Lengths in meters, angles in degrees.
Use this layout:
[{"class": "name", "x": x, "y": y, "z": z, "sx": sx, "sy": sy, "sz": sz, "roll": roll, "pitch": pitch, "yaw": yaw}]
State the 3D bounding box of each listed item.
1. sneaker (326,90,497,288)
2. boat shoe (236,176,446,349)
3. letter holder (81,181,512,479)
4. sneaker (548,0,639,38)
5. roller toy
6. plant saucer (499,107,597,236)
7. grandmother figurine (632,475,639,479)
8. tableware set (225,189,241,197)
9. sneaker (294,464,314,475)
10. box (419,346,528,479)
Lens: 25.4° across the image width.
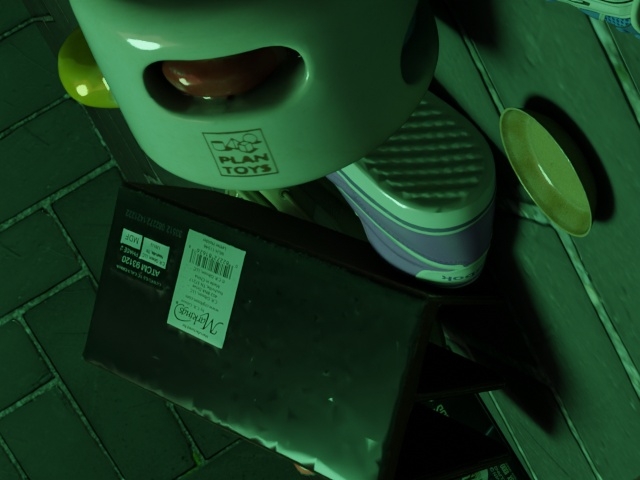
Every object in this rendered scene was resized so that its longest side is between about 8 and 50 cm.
[{"class": "sneaker", "x": 0.015, "y": -0.076, "z": 0.989, "sx": 0.282, "sy": 0.102, "sz": 0.161, "roll": 53, "pitch": 171, "yaw": 27}, {"class": "boat shoe", "x": 0.000, "y": 0.000, "z": 1.255, "sx": 0.302, "sy": 0.098, "sz": 0.109, "roll": 54, "pitch": 168, "yaw": 23}, {"class": "letter holder", "x": 0.003, "y": 0.067, "z": 1.124, "sx": 0.302, "sy": 0.152, "sz": 0.214, "roll": 20, "pitch": -168, "yaw": 35}, {"class": "sneaker", "x": 0.103, "y": -0.113, "z": 0.541, "sx": 0.081, "sy": 0.080, "sz": 0.211, "roll": 62, "pitch": 169, "yaw": -8}, {"class": "roller toy", "x": -0.036, "y": -0.128, "z": 0.802, "sx": 0.191, "sy": 0.209, "sz": 0.146, "roll": 40, "pitch": 160, "yaw": 40}, {"class": "plant saucer", "x": 0.130, "y": -0.041, "z": 0.789, "sx": 0.083, "sy": 0.015, "sz": 0.083, "roll": 55, "pitch": 168, "yaw": 18}, {"class": "grandmother figurine", "x": 0.106, "y": 0.228, "z": 0.767, "sx": 0.208, "sy": 0.342, "sz": 0.104, "roll": 52, "pitch": 168, "yaw": 25}, {"class": "tableware set", "x": -0.097, "y": -0.030, "z": 1.611, "sx": 0.141, "sy": 0.020, "sz": 0.168, "roll": 149, "pitch": 125, "yaw": -69}, {"class": "sneaker", "x": -0.033, "y": 0.197, "z": 1.635, "sx": 0.161, "sy": 0.057, "sz": 0.075, "roll": 48, "pitch": 148, "yaw": 48}, {"class": "box", "x": 0.104, "y": 0.181, "z": 1.349, "sx": 0.147, "sy": 0.077, "sz": 0.180, "roll": 59, "pitch": 169, "yaw": -2}]
